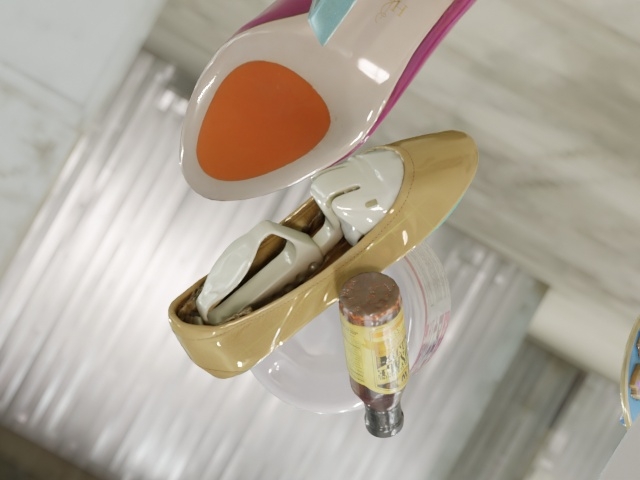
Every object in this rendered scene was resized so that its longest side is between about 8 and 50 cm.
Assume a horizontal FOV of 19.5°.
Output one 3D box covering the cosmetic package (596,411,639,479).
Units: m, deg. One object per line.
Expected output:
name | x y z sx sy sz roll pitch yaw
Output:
cosmetic package | 0.308 0.157 1.004 0.284 0.377 0.097 23 141 23

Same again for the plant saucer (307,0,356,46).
plant saucer | 0.049 -0.186 0.950 0.018 0.192 0.067 30 -148 -11

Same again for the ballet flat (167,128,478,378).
ballet flat | 0.000 0.000 1.189 0.073 0.232 0.080 44 -174 -43

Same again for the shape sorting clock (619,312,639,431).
shape sorting clock | 0.360 0.138 1.762 0.206 0.206 0.040 30 160 -28

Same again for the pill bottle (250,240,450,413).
pill bottle | 0.030 0.058 1.650 0.160 0.160 0.283 29 -172 8

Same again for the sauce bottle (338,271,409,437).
sauce bottle | 0.037 0.076 1.191 0.042 0.042 0.128 28 147 31

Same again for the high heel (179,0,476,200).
high heel | 0.044 -0.173 1.398 0.127 0.377 0.181 48 -152 -6
